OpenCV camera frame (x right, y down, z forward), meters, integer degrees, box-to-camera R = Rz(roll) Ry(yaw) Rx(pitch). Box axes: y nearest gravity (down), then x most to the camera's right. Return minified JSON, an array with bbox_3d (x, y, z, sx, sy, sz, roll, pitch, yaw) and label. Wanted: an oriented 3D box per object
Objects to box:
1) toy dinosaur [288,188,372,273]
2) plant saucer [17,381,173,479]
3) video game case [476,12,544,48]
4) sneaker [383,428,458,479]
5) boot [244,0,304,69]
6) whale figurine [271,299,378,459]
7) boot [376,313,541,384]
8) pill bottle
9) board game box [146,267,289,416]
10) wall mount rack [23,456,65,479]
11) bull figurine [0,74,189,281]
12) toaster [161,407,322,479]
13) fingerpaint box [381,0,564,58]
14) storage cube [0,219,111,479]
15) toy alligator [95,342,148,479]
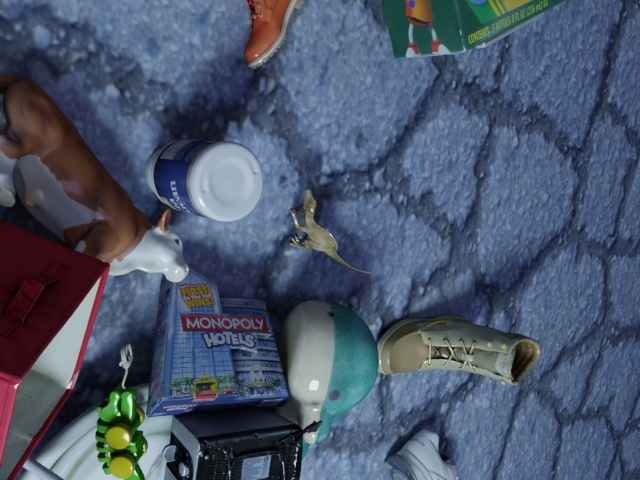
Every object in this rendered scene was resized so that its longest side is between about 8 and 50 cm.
[{"bbox_3d":[0.000,0.000,0.986,0.053,0.093,0.183,-49,124,-20],"label":"toy dinosaur"},{"bbox_3d":[-0.238,0.369,0.865,0.400,0.100,0.400,-9,104,-36],"label":"plant saucer"},{"bbox_3d":[0.328,-0.529,1.186,0.204,0.025,0.285,-33,117,-29],"label":"video game case"},{"bbox_3d":[0.232,0.504,1.267,0.129,0.111,0.297,-39,122,-33],"label":"sneaker"},{"bbox_3d":[-0.082,-0.316,0.886,0.085,0.059,0.158,32,70,-35],"label":"boot"},{"bbox_3d":[0.000,0.221,0.960,0.141,0.216,0.272,9,116,-13],"label":"whale figurine"},{"bbox_3d":[0.247,0.204,1.150,0.262,0.203,0.095,-4,101,-39],"label":"boot"},{"bbox_3d":[-0.153,-0.079,0.798,0.094,0.169,0.094,-8,103,-37],"label":"pill bottle"},{"bbox_3d":[-0.140,0.124,0.845,0.194,0.060,0.194,5,55,-35],"label":"board game box"},{"bbox_3d":[-0.402,0.312,0.659,0.304,0.130,0.350,27,81,-13],"label":"wall mount rack"},{"bbox_3d":[-0.282,-0.036,0.730,0.310,0.101,0.188,53,28,-24],"label":"bull figurine"},{"bbox_3d":[-0.111,0.303,0.818,0.186,0.110,0.168,4,97,-39],"label":"toaster"},{"bbox_3d":[0.279,-0.545,1.022,0.445,0.163,0.371,-31,117,-29],"label":"fingerpaint box"},{"bbox_3d":[-0.339,0.098,0.596,0.193,0.183,0.215,22,120,-5],"label":"storage cube"},{"bbox_3d":[-0.237,0.208,0.742,0.051,0.056,0.189,-2,102,3],"label":"toy alligator"}]
